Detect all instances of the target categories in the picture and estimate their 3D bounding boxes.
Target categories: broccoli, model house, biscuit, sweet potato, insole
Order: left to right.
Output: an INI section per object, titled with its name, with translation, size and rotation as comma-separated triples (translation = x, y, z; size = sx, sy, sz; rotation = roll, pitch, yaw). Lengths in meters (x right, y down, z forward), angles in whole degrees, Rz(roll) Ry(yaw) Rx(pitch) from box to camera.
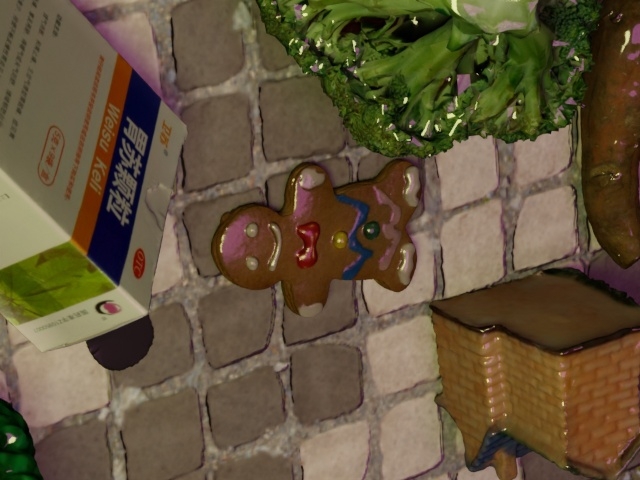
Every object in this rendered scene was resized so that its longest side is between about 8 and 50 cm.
[insole]
translation = -0.197, 0.012, 1.585
size = 0.080, 0.003, 0.232
rotation = -37, 122, -17
[biscuit]
translation = 0.000, 0.000, 1.692
size = 0.205, 0.031, 0.138
rotation = -5, 108, -30
[broccoli]
translation = 0.098, -0.211, 1.554
size = 0.308, 0.275, 0.307
rotation = -1, 101, -4
[model house]
translation = 0.213, 0.139, 1.777
size = 0.166, 0.183, 0.172
rotation = -13, 109, -28
[sweet potato]
translation = 0.274, -0.103, 1.810
size = 0.075, 0.075, 0.273
rotation = -11, 113, -30

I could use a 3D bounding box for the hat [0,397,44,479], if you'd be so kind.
[hat]
translation = -0.351, 0.269, 1.441
size = 0.332, 0.242, 0.274
rotation = -15, 101, -14

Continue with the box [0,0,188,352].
[box]
translation = -0.234, -0.090, 1.400
size = 0.299, 0.106, 0.200
rotation = 47, 35, -34
